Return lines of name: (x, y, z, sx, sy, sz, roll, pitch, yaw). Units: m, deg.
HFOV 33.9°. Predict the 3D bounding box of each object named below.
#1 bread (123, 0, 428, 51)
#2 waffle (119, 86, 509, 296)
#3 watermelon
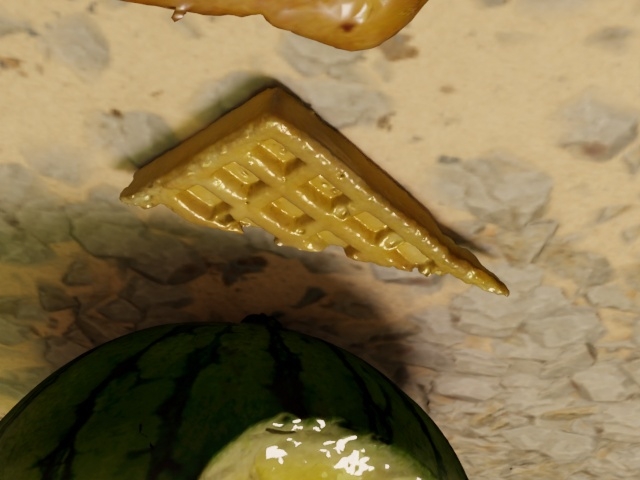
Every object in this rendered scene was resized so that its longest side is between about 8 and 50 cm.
bread: (0.006, -0.206, 0.245, 0.195, 0.148, 0.344, 8, 142, -21)
waffle: (0.000, 0.000, 0.586, 0.125, 0.032, 0.191, -27, 129, 32)
watermelon: (-0.046, 0.152, 0.665, 0.331, 0.189, 0.330, 17, 151, 10)
